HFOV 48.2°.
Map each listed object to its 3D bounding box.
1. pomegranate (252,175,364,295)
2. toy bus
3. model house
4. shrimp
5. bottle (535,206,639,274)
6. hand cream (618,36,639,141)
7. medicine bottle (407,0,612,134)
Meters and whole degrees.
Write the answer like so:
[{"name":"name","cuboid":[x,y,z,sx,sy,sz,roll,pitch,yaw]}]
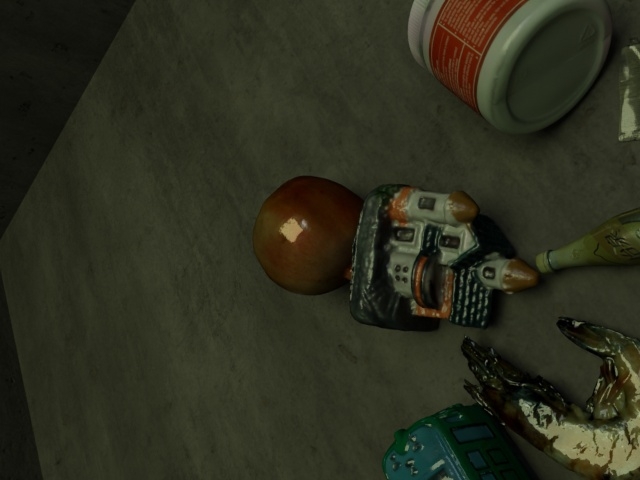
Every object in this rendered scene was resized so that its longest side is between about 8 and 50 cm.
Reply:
[{"name":"pomegranate","cuboid":[0.000,0.000,1.450,0.270,0.252,0.229,33,115,23]},{"name":"toy bus","cuboid":[0.244,0.432,1.140,0.184,0.199,0.344,-52,48,26]},{"name":"model house","cuboid":[0.226,0.040,1.247,0.300,0.190,0.272,7,84,45]},{"name":"shrimp","cuboid":[0.384,0.221,1.137,0.365,0.071,0.233,35,101,41]},{"name":"bottle","cuboid":[0.455,0.002,1.097,0.269,0.083,0.083,-21,67,42]},{"name":"hand cream","cuboid":[0.502,-0.242,1.145,0.057,0.037,0.165,-3,87,45]},{"name":"medicine bottle","cuboid":[0.311,-0.339,1.193,0.253,0.252,0.241,-56,49,21]}]
